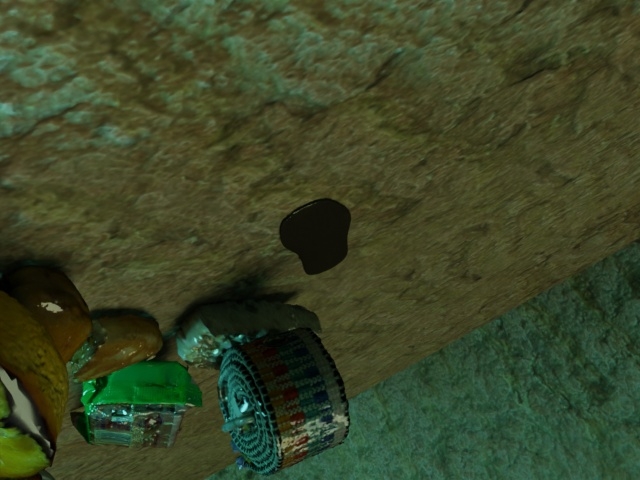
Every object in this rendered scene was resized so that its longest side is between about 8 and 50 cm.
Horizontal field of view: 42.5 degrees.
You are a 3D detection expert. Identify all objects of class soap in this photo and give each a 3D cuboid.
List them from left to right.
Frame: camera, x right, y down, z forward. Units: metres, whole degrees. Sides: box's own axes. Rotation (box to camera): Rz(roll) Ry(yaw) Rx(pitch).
[{"bbox_3d":[-0.322,0.288,1.405,0.218,0.098,0.273,3,153,-13],"label":"soap"}]

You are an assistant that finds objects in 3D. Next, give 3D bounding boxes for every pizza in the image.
[{"bbox_3d":[-0.312,0.160,1.207,0.161,0.062,0.182,-41,163,18],"label":"pizza"}]

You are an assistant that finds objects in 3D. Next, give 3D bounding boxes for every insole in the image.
[{"bbox_3d":[0.000,0.000,1.270,0.111,0.007,0.328,-25,162,-2],"label":"insole"}]

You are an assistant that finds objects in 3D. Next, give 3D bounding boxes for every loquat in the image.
[{"bbox_3d":[-0.322,0.090,0.918,0.137,0.113,0.137,-37,144,-33],"label":"loquat"}]

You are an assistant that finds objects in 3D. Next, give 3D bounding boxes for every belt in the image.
[{"bbox_3d":[-0.079,0.257,1.298,0.161,0.206,0.295,-16,172,-23],"label":"belt"}]

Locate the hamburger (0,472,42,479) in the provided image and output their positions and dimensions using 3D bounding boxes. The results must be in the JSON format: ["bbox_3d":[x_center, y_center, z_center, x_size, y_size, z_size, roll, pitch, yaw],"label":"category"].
[{"bbox_3d":[-0.578,0.414,1.351,0.246,0.169,0.246,-23,174,-2],"label":"hamburger"}]

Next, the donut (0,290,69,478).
[{"bbox_3d":[-0.369,0.145,0.820,0.253,0.253,0.118,-38,-161,32],"label":"donut"}]

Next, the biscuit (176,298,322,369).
[{"bbox_3d":[-0.144,0.161,1.393,0.179,0.084,0.281,-33,156,29],"label":"biscuit"}]

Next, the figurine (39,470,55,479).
[{"bbox_3d":[-0.626,0.529,1.603,0.133,0.175,0.236,-5,175,40],"label":"figurine"}]
